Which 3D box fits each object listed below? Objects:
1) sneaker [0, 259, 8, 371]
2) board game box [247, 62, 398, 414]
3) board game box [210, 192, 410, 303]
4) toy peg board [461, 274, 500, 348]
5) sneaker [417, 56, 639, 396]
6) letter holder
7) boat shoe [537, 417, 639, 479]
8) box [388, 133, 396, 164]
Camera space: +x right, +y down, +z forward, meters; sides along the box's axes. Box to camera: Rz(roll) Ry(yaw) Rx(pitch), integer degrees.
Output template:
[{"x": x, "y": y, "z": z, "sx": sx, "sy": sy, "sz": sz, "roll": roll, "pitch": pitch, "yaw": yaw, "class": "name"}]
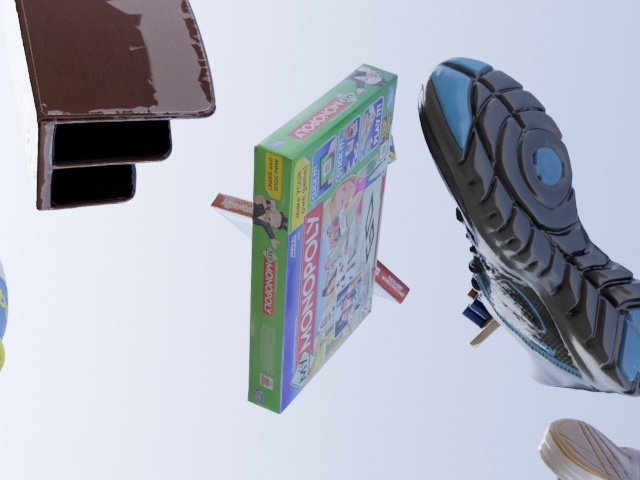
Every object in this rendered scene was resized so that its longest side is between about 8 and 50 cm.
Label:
[{"x": -0.183, "y": 0.044, "z": 0.455, "sx": 0.144, "sy": 0.053, "sz": 0.059, "roll": -20, "pitch": -136, "yaw": 19, "class": "sneaker"}, {"x": 0.000, "y": 0.000, "z": 1.176, "sx": 0.046, "sy": 0.213, "sz": 0.317, "roll": 20, "pitch": -52, "yaw": 22, "class": "board game box"}, {"x": -0.020, "y": 0.006, "z": 1.448, "sx": 0.281, "sy": 0.145, "sz": 0.027, "roll": 17, "pitch": -108, "yaw": 53, "class": "board game box"}, {"x": 0.264, "y": 0.052, "z": 1.642, "sx": 0.079, "sy": 0.161, "sz": 0.161, "roll": 37, "pitch": -33, "yaw": 4, "class": "toy peg board"}, {"x": 0.167, "y": 0.002, "z": 0.982, "sx": 0.139, "sy": 0.125, "sz": 0.341, "roll": -15, "pitch": -70, "yaw": 55, "class": "sneaker"}, {"x": -0.258, "y": -0.203, "z": 1.362, "sx": 0.152, "sy": 0.214, "sz": 0.302, "roll": 108, "pitch": -30, "yaw": -47, "class": "letter holder"}, {"x": 0.323, "y": 0.287, "z": 1.310, "sx": 0.096, "sy": 0.277, "sz": 0.098, "roll": -41, "pitch": -134, "yaw": 20, "class": "boat shoe"}, {"x": 0.036, "y": -0.119, "z": 1.762, "sx": 0.169, "sy": 0.059, "sz": 0.054, "roll": -31, "pitch": -132, "yaw": 31, "class": "box"}]
